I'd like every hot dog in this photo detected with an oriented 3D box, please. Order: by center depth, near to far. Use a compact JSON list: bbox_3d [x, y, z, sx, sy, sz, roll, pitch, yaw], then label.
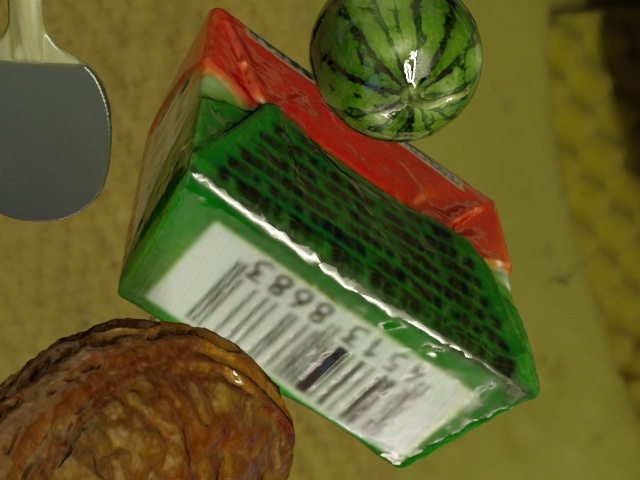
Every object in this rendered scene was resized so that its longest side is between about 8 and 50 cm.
[{"bbox_3d":[-0.178,0.183,1.023,0.174,0.267,0.387,48,37,4],"label":"hot dog"}]

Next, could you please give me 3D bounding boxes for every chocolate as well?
[{"bbox_3d":[0.000,0.000,1.505,0.360,0.161,0.341,34,23,-17],"label":"chocolate"}]

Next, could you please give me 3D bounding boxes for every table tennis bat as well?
[{"bbox_3d":[-0.242,-0.128,1.394,0.022,0.138,0.247,-78,170,-65],"label":"table tennis bat"}]

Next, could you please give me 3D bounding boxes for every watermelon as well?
[{"bbox_3d":[0.042,-0.100,0.940,0.109,0.109,0.109,9,76,-42],"label":"watermelon"}]

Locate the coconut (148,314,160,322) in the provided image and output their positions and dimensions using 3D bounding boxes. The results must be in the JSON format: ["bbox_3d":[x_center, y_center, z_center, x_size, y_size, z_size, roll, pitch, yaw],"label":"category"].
[{"bbox_3d":[-0.103,0.111,1.883,0.183,0.171,0.171,17,67,-6],"label":"coconut"}]
